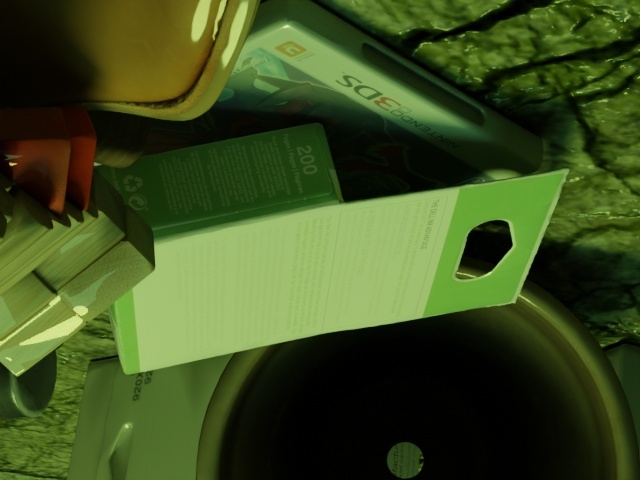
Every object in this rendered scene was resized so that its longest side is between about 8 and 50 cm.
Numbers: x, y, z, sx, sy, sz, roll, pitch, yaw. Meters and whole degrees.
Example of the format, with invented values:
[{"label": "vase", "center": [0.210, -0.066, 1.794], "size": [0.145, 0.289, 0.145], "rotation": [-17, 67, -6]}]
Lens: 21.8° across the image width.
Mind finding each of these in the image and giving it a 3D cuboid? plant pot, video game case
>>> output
[{"label": "plant pot", "center": [0.059, 0.149, 1.077], "size": [0.263, 0.263, 0.229], "rotation": [6, 173, 1]}, {"label": "video game case", "center": [-0.017, -0.053, 0.878], "size": [0.183, 0.023, 0.201], "rotation": [26, 150, -37]}]

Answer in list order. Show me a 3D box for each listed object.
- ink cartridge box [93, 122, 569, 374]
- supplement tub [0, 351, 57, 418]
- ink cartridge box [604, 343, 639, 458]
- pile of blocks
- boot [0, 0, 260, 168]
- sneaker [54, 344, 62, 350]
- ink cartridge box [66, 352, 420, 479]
[{"label": "ink cartridge box", "center": [0.000, 0.000, 0.893], "size": [0.235, 0.056, 0.171], "rotation": [-12, 155, -9]}, {"label": "supplement tub", "center": [-0.289, 0.090, 1.168], "size": [0.198, 0.106, 0.106], "rotation": [-1, 155, 17]}, {"label": "ink cartridge box", "center": [0.179, 0.184, 1.192], "size": [0.092, 0.160, 0.219], "rotation": [19, 153, -24]}, {"label": "pile of blocks", "center": [-0.162, -0.035, 0.629], "size": [0.112, 0.149, 0.362], "rotation": [-37, 169, 10]}, {"label": "boot", "center": [-0.144, -0.126, 0.672], "size": [0.220, 0.109, 0.283], "rotation": [19, 161, -18]}, {"label": "sneaker", "center": [-0.207, 0.048, 1.013], "size": [0.085, 0.086, 0.237], "rotation": [-10, 159, -47]}, {"label": "ink cartridge box", "center": [-0.058, 0.199, 1.274], "size": [0.168, 0.171, 0.233], "rotation": [-12, 151, 35]}]
